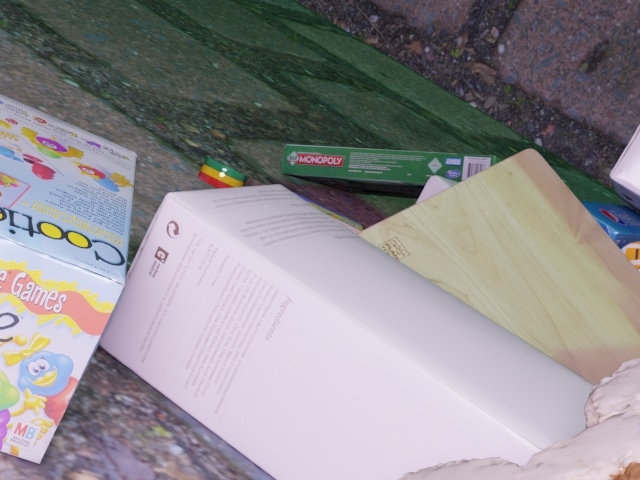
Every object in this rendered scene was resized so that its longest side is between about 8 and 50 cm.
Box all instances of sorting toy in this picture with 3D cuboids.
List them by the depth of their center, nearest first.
[{"bbox_3d":[0.187,0.069,1.129,0.255,0.089,0.257,-26,71,-32],"label":"sorting toy"},{"bbox_3d":[-0.011,-0.013,1.217,0.274,0.046,0.132,25,2,-14],"label":"sorting toy"}]

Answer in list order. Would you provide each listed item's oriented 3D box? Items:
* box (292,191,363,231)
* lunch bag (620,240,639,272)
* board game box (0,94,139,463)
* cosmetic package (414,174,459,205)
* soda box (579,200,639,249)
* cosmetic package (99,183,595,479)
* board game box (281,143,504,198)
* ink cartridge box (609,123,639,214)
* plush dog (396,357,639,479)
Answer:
[{"bbox_3d":[0.000,0.000,1.397,0.105,0.043,0.179,25,18,-8],"label":"box"},{"bbox_3d":[0.410,0.129,1.297,0.303,0.243,0.115,17,19,-35],"label":"lunch bag"},{"bbox_3d":[-0.226,0.010,0.822,0.144,0.142,0.275,23,16,-15],"label":"board game box"},{"bbox_3d":[0.292,0.065,1.459,0.385,0.156,0.217,11,24,-43],"label":"cosmetic package"},{"bbox_3d":[0.336,0.001,1.333,0.071,0.067,0.210,38,18,27],"label":"soda box"},{"bbox_3d":[0.033,0.107,0.920,0.365,0.155,0.197,35,18,21],"label":"cosmetic package"},{"bbox_3d":[0.134,-0.089,1.606,0.317,0.046,0.213,6,-2,30],"label":"board game box"},{"bbox_3d":[0.476,-0.053,1.359,0.223,0.129,0.307,33,6,16],"label":"ink cartridge box"},{"bbox_3d":[0.186,0.218,0.657,0.225,0.262,0.210,67,-13,-8],"label":"plush dog"}]
